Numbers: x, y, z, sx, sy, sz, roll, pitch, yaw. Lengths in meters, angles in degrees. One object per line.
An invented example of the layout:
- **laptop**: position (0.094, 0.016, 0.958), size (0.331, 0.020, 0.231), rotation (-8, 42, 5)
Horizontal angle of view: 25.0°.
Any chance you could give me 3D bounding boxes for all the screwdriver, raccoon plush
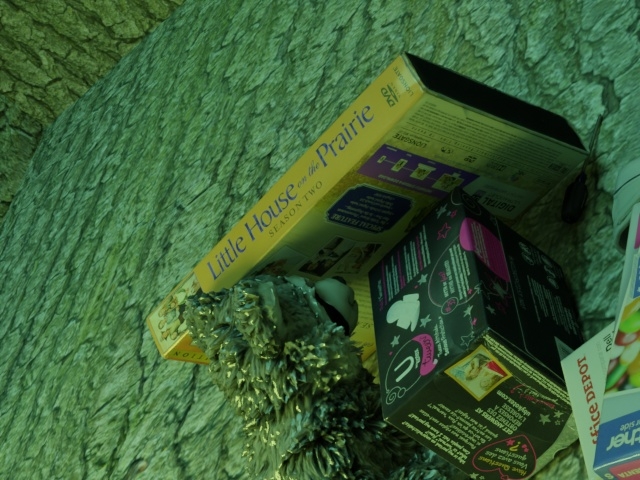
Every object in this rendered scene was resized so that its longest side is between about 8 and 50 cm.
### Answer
- **screwdriver**: position (0.293, -0.080, 1.585), size (0.024, 0.025, 0.170), rotation (-29, 23, 45)
- **raccoon plush**: position (-0.034, 0.236, 1.369), size (0.216, 0.299, 0.446), rotation (-30, 32, 42)

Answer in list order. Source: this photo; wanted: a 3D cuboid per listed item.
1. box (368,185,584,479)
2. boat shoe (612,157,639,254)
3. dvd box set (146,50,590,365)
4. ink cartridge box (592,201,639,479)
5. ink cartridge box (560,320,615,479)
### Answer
- **box**: position (0.153, 0.096, 1.394), size (0.142, 0.163, 0.247), rotation (-44, 24, 23)
- **boat shoe**: position (0.364, -0.058, 1.311), size (0.267, 0.096, 0.088), rotation (-27, 38, 48)
- **dvd box set**: position (0.053, -0.005, 1.552), size (0.420, 0.307, 0.062), rotation (-45, 55, 26)
- **ink cartridge box**: position (0.298, 0.072, 1.054), size (0.185, 0.065, 0.311), rotation (-27, 37, 43)
- **ink cartridge box**: position (0.311, 0.108, 1.164), size (0.219, 0.092, 0.160), rotation (-41, 25, 23)
